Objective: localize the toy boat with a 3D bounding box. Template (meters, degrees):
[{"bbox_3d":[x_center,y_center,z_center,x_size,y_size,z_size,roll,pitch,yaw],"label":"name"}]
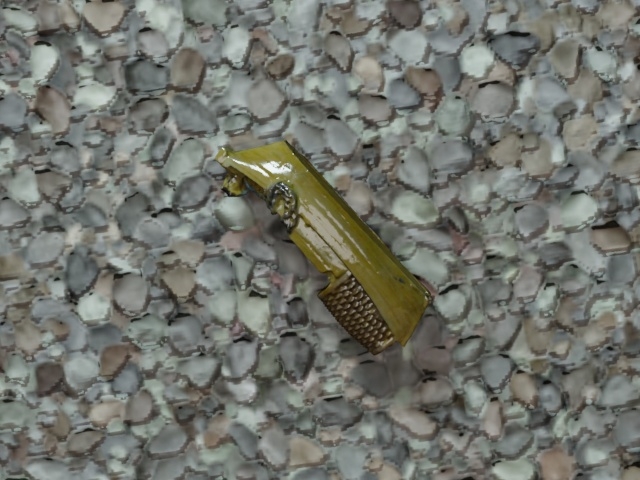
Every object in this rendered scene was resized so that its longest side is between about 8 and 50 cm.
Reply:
[{"bbox_3d":[0.000,0.000,1.053,0.049,0.047,0.149,-43,90,9],"label":"toy boat"}]
